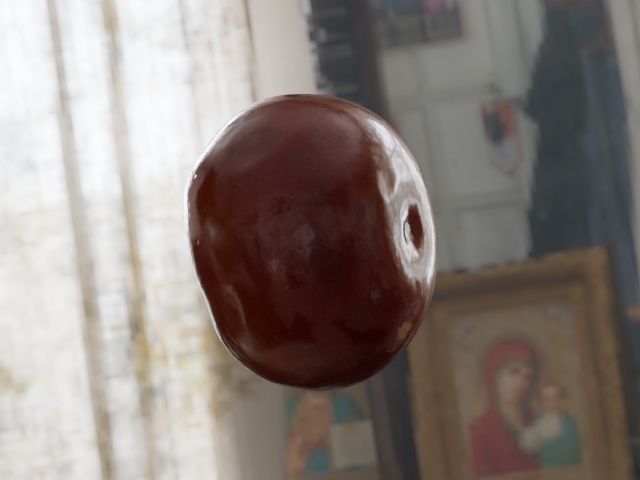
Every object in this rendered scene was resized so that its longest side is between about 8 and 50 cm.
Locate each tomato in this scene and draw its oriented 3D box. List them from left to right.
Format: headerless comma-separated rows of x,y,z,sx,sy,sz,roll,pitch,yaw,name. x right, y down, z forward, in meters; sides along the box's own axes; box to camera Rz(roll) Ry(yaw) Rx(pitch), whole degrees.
0.000,0.000,1.247,0.136,0.195,0.195,-9,-2,29,tomato
